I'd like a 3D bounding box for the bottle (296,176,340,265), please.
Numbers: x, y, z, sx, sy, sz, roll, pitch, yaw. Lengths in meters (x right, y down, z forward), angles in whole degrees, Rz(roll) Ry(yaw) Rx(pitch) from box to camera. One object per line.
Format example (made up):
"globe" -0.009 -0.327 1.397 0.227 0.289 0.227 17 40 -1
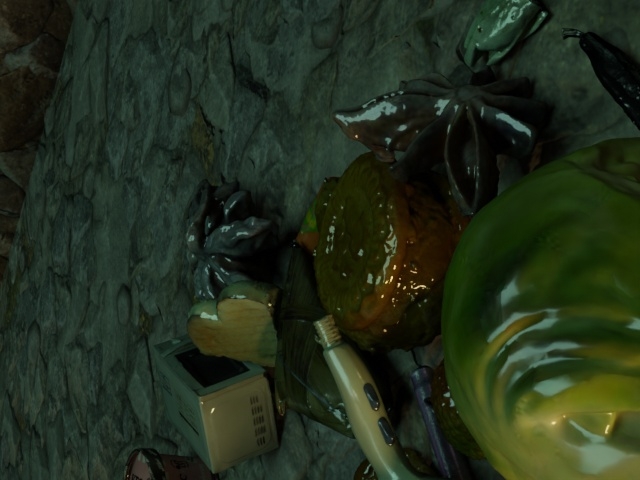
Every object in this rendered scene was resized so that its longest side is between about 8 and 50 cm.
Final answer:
"bottle" 0.000 0.000 1.332 0.187 0.069 0.069 -64 37 31

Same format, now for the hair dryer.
"hair dryer" 0.108 0.229 0.956 0.296 0.119 0.298 2 109 54

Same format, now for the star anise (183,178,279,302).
"star anise" -0.167 0.024 1.537 0.359 0.139 0.316 141 126 -60

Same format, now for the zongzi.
"zongzi" 0.018 0.127 1.231 0.221 0.112 0.242 9 99 60

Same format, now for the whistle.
"whistle" 0.143 0.229 1.097 0.033 0.033 0.176 -51 45 42

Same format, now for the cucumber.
"cucumber" 0.291 -0.161 0.915 0.039 0.043 0.163 66 -177 -50

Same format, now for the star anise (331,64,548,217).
"star anise" 0.143 -0.120 1.038 0.257 0.198 0.111 29 146 44

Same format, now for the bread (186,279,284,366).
"bread" -0.097 0.125 1.378 0.232 0.172 0.064 -36 26 53

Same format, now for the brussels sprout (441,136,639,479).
"brussels sprout" 0.243 0.073 0.720 0.344 0.268 0.344 -24 52 35

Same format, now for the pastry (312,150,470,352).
"pastry" 0.085 0.018 1.152 0.235 0.132 0.240 156 122 -64

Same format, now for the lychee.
"lychee" 0.170 0.164 0.989 0.114 0.114 0.146 41 134 53

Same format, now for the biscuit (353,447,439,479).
"biscuit" 0.092 0.364 1.153 0.226 0.042 0.226 -14 74 58

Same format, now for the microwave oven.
"microwave oven" -0.166 0.247 1.488 0.208 0.122 0.162 29 133 56

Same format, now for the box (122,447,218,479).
"box" -0.260 0.440 1.628 0.151 0.135 0.151 -24 62 57

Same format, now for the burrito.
"burrito" 0.203 -0.243 1.063 0.118 0.044 0.074 -49 50 38
